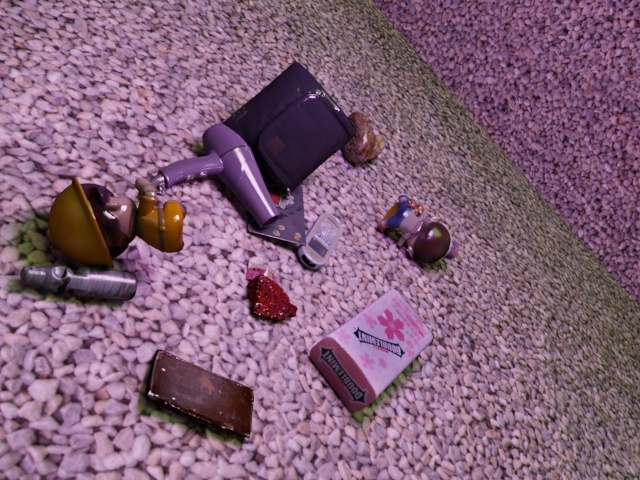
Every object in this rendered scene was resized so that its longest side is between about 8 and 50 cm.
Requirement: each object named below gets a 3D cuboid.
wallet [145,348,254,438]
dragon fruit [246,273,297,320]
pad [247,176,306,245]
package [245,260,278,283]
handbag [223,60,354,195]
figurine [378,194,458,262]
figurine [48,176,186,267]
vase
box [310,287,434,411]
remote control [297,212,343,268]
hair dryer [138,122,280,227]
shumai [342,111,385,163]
[{"bbox_3d":[-0.233,0.302,1.212,0.232,0.031,0.122,31,33,-24],"label":"wallet"},{"bbox_3d":[-0.117,0.141,1.491,0.131,0.063,0.097,19,75,-33],"label":"dragon fruit"},{"bbox_3d":[-0.119,-0.091,1.711,0.170,0.006,0.246,16,41,-19],"label":"pad"},{"bbox_3d":[-0.143,0.084,1.527,0.083,0.029,0.059,19,49,-18],"label":"package"},{"bbox_3d":[-0.084,-0.312,1.725,0.275,0.301,0.178,48,-4,20],"label":"handbag"},{"bbox_3d":[0.328,-0.019,2.025,0.275,0.161,0.158,41,-2,-11],"label":"figurine"},{"bbox_3d":[-0.396,-0.032,1.211,0.256,0.192,0.167,2,40,-3],"label":"figurine"},{"bbox_3d":[-0.458,0.077,1.177,0.211,0.060,0.060,11,47,-39],"label":"vase"},{"bbox_3d":[0.145,0.262,1.577,0.190,0.112,0.369,52,36,7],"label":"box"},{"bbox_3d":[0.000,0.000,1.746,0.087,0.047,0.244,44,34,-8],"label":"remote control"},{"bbox_3d":[-0.291,-0.138,1.555,0.361,0.121,0.301,-21,74,-42],"label":"hair dryer"},{"bbox_3d":[0.157,-0.349,2.167,0.152,0.161,0.209,19,25,-29],"label":"shumai"}]
